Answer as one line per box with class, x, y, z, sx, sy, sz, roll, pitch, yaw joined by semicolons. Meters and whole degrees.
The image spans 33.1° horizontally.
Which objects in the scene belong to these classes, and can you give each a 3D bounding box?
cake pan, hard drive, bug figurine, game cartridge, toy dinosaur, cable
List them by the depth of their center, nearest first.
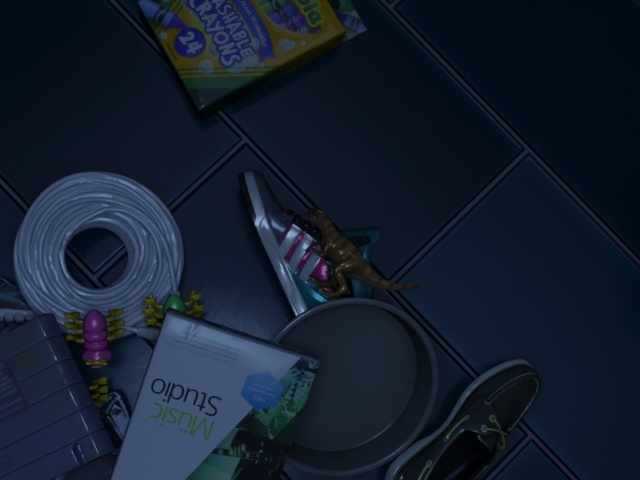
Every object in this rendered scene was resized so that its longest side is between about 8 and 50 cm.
game cartridge;-0.494;0.273;1.579;0.355;0.068;0.230;-27;81;17
bug figurine;-0.267;0.188;1.594;0.279;0.072;0.216;-8;109;-10
toy dinosaur;0.045;0.039;1.599;0.211;0.064;0.112;42;95;0
hard drive;-0.345;0.370;1.643;0.172;0.054;0.254;-17;84;-7
cake pan;0.035;0.219;1.647;0.293;0.054;0.293;-4;106;-14
cable;-0.338;0.025;1.653;0.257;0.089;0.257;4;84;-16

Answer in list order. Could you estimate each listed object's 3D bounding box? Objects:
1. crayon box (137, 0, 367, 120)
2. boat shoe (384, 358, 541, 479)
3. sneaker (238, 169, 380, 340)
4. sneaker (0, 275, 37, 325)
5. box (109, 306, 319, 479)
crayon box;-0.105;-0.364;1.750;0.323;0.083;0.203;-30;86;-9
boat shoe;0.237;0.309;1.666;0.305;0.091;0.109;-42;118;-8
sneaker;0.000;0.000;1.687;0.178;0.124;0.295;-25;91;-4
sneaker;-0.508;0.090;1.670;0.167;0.065;0.076;8;72;-11
box;-0.161;0.283;1.551;0.232;0.058;0.321;18;96;-6
